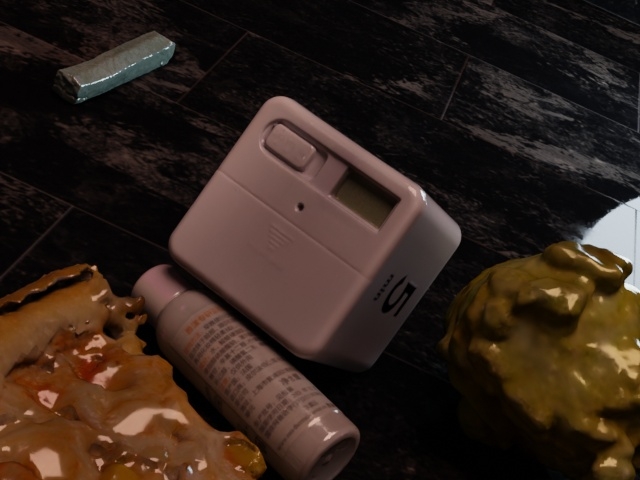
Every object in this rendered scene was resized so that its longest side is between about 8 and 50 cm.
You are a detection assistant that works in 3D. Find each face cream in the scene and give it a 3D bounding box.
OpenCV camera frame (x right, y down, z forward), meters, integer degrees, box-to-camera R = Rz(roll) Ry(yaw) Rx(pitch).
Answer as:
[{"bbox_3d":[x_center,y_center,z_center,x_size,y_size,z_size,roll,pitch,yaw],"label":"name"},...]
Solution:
[{"bbox_3d":[-0.079,0.119,1.135,0.082,0.082,0.269,-13,46,-47],"label":"face cream"}]

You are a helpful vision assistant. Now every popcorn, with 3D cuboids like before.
[{"bbox_3d":[0.238,0.132,1.205,0.250,0.235,0.242,59,14,3],"label":"popcorn"}]

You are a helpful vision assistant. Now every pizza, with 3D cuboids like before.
[{"bbox_3d":[-0.214,0.185,0.940,0.392,0.080,0.435,-11,43,-45],"label":"pizza"}]

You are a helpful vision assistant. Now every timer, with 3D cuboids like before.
[{"bbox_3d":[0.000,0.000,1.207,0.192,0.194,0.195,36,1,20],"label":"timer"}]

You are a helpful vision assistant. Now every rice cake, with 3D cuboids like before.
[{"bbox_3d":[-0.267,-0.232,1.604,0.045,0.042,0.245,32,30,9],"label":"rice cake"}]
